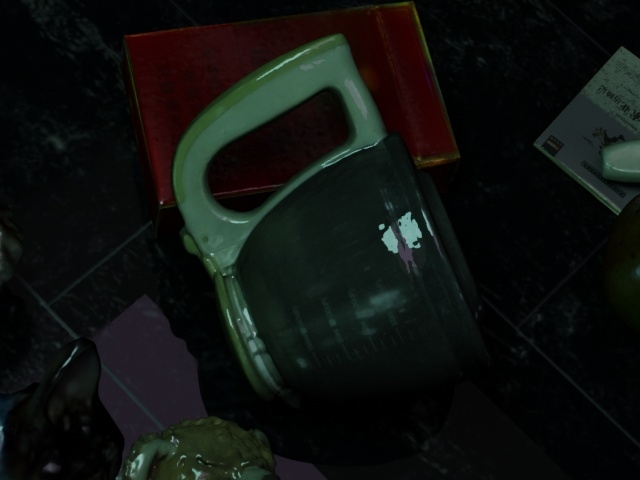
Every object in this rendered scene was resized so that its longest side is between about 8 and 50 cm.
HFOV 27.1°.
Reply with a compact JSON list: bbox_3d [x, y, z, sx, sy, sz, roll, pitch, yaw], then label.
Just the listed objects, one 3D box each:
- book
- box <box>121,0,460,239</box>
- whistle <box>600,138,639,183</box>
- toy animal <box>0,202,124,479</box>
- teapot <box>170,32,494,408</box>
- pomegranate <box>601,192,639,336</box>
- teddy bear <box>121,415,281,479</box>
[{"bbox_3d":[0.333,-0.124,1.468,0.127,0.014,0.182,40,66,9],"label":"book"},{"bbox_3d":[-0.034,-0.127,1.369,0.313,0.089,0.197,-9,67,-12],"label":"box"},{"bbox_3d":[0.420,-0.088,1.402,0.244,0.092,0.110,-5,73,10],"label":"whistle"},{"bbox_3d":[-0.295,0.141,1.151,0.344,0.194,0.303,39,71,3],"label":"toy animal"},{"bbox_3d":[0.005,0.016,1.208,0.239,0.322,0.239,-22,36,5],"label":"teapot"},{"bbox_3d":[0.380,0.018,1.306,0.180,0.209,0.180,8,70,-22],"label":"pomegranate"},{"bbox_3d":[-0.070,0.272,1.144,0.267,0.156,0.256,7,63,-57],"label":"teddy bear"}]
